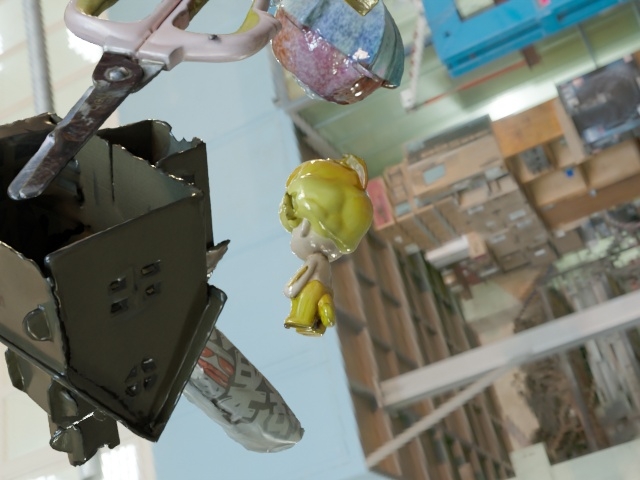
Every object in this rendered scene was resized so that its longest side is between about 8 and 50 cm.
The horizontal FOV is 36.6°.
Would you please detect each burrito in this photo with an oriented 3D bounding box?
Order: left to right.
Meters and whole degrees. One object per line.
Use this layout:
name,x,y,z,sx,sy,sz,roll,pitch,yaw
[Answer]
burrito,-0.145,0.185,1.316,0.139,0.101,0.445,34,165,37

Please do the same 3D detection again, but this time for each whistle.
whistle,-0.006,-0.253,1.113,0.142,0.133,0.346,2,-151,-25

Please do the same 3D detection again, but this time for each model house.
model house,-0.166,0.050,0.723,0.204,0.211,0.243,-25,-51,-38

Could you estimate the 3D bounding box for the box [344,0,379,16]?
box,0.014,-0.258,0.843,0.090,0.023,0.133,34,-146,-21

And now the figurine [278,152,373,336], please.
figurine,0.000,0.000,1.253,0.156,0.131,0.246,36,-125,-58

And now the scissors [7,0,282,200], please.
scissors,-0.122,-0.123,0.647,0.317,0.160,0.024,-67,-16,-48
